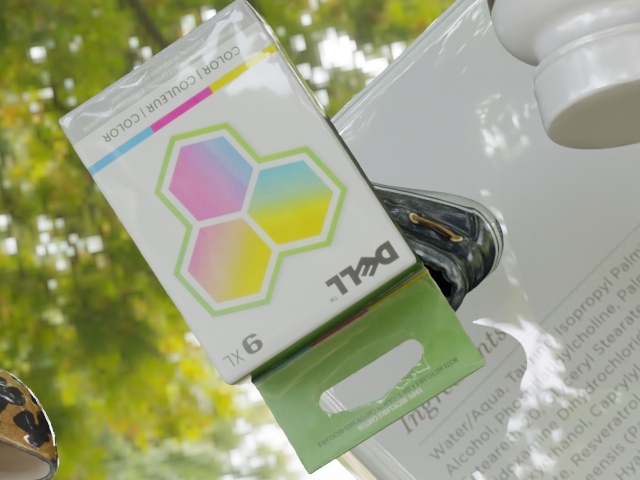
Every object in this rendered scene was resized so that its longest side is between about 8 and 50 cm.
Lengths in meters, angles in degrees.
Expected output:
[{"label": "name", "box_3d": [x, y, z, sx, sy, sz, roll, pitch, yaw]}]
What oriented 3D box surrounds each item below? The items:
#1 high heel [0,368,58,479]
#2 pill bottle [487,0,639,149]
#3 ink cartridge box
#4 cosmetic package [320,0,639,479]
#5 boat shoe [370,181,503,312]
[{"label": "high heel", "box_3d": [-0.293, 0.132, 1.155, 0.261, 0.186, 0.093, -33, -34, -46]}, {"label": "pill bottle", "box_3d": [0.128, -0.142, 0.911, 0.108, 0.180, 0.108, -10, -20, -4]}, {"label": "ink cartridge box", "box_3d": [-0.022, 0.000, 0.920, 0.109, 0.209, 0.062, -33, -6, 5]}, {"label": "cosmetic package", "box_3d": [0.173, 0.081, 1.302, 0.327, 0.393, 0.329, -44, -17, -6]}, {"label": "boat shoe", "box_3d": [0.000, 0.000, 1.012, 0.183, 0.065, 0.083, 6, 21, 19]}]
